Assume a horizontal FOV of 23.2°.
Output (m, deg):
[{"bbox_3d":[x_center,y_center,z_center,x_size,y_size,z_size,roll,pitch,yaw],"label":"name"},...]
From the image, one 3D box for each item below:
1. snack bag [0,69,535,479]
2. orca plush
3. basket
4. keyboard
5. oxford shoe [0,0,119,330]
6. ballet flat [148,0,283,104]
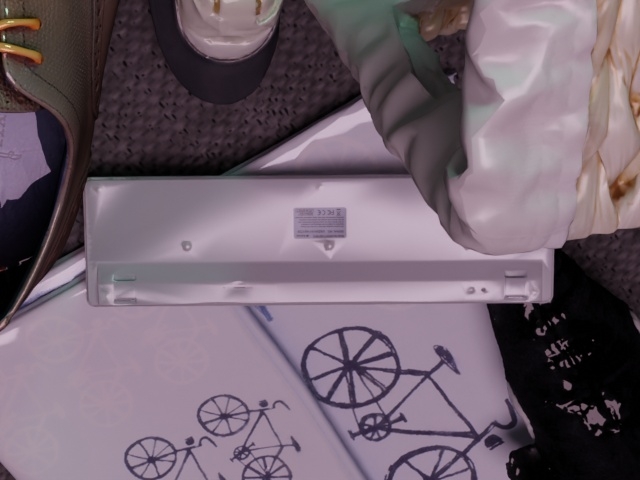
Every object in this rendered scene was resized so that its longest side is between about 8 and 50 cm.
[{"bbox_3d":[-0.008,0.096,0.937,0.343,0.037,0.323,-29,121,5],"label":"snack bag"},{"bbox_3d":[0.183,0.079,0.907,0.151,0.102,0.287,-27,119,-18],"label":"orca plush"},{"bbox_3d":[0.142,-0.210,0.622,0.267,0.328,0.331,-3,119,-13],"label":"basket"},{"bbox_3d":[0.000,0.000,0.847,0.256,0.014,0.072,-1,95,-2],"label":"keyboard"},{"bbox_3d":[-0.142,-0.124,0.724,0.130,0.132,0.363,0,119,-11],"label":"oxford shoe"},{"bbox_3d":[-0.050,-0.150,0.766,0.074,0.074,0.203,-4,120,-10],"label":"ballet flat"}]
